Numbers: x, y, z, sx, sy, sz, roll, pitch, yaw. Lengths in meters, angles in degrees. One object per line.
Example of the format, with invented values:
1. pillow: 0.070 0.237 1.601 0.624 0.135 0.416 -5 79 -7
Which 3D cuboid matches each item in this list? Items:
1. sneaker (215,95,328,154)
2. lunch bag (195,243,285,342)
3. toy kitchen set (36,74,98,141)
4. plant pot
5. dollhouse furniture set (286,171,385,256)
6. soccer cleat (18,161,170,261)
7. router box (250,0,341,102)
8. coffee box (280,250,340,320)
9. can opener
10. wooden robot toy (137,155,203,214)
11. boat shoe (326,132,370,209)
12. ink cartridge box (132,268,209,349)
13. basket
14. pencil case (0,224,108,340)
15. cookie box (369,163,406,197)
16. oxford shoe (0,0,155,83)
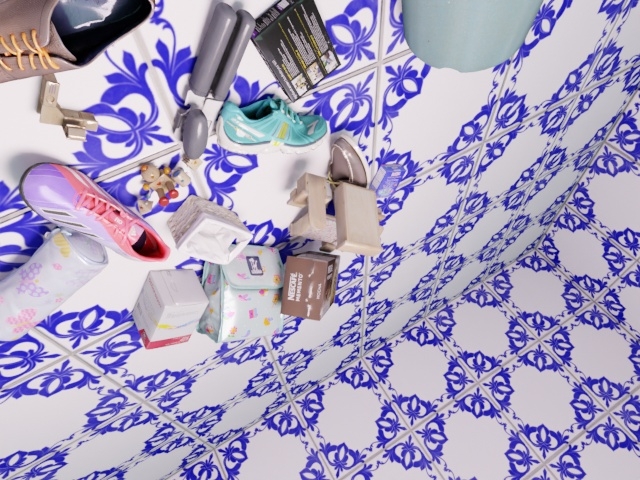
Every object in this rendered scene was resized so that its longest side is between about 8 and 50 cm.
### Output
1. sneaker: -0.089 -0.249 0.907 0.275 0.107 0.110 -15 134 -38
2. lunch bag: -0.219 0.139 1.204 0.223 0.160 0.262 4 94 -43
3. toy kitchen set: -0.400 -0.212 0.682 0.083 0.068 0.075 -1 134 -44
4. plant pot: 0.279 -0.510 0.742 0.341 0.341 0.334 -33 156 -6
5. dollhouse furniture set: 0.000 0.000 1.179 0.303 0.174 0.355 12 152 -29
6. soccer cleat: -0.415 -0.042 0.817 0.109 0.116 0.318 -66 156 -18
7. router box: -0.047 -0.379 0.832 0.133 0.046 0.179 -38 149 3
8. coffee box: -0.022 0.126 1.283 0.297 0.118 0.168 -3 102 -81
9. can opener: -0.193 -0.275 0.775 0.076 0.095 0.283 -5 143 -42
10. wooden robot toy: -0.329 -0.128 0.868 0.173 0.076 0.079 -38 138 1
11. boat shoe: 0.070 -0.162 1.174 0.096 0.117 0.324 -35 155 -8
12. ink cartridge box: -0.405 0.181 1.137 0.127 0.128 0.176 -1 134 -45
13. basket: -0.269 -0.026 1.025 0.113 0.103 0.167 -45 149 13
14. pencil case: -0.571 0.085 0.863 0.273 0.113 0.124 -40 143 5
15. cookie box: 0.211 -0.189 1.344 0.091 0.040 0.107 -9 139 -37
16. oxford shoe: -0.392 -0.273 0.546 0.363 0.133 0.130 -32 149 -8
